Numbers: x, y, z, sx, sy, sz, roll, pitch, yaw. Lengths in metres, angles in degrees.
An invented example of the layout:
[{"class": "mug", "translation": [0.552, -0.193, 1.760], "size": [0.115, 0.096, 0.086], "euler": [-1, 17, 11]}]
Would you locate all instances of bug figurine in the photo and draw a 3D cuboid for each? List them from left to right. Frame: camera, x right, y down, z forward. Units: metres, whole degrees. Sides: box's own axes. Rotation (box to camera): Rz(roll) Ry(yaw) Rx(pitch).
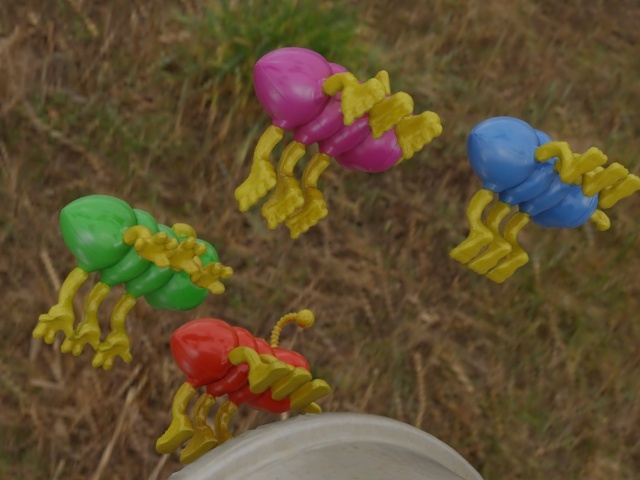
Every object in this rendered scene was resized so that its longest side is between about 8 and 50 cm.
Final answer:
[{"class": "bug figurine", "translation": [0.000, 0.000, 0.739], "size": [0.216, 0.279, 0.072], "euler": [32, 33, -44]}]

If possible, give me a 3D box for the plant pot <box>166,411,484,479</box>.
[{"class": "plant pot", "translation": [0.085, 0.265, 0.611], "size": [0.334, 0.334, 0.305], "euler": [-34, 31, -34]}]
